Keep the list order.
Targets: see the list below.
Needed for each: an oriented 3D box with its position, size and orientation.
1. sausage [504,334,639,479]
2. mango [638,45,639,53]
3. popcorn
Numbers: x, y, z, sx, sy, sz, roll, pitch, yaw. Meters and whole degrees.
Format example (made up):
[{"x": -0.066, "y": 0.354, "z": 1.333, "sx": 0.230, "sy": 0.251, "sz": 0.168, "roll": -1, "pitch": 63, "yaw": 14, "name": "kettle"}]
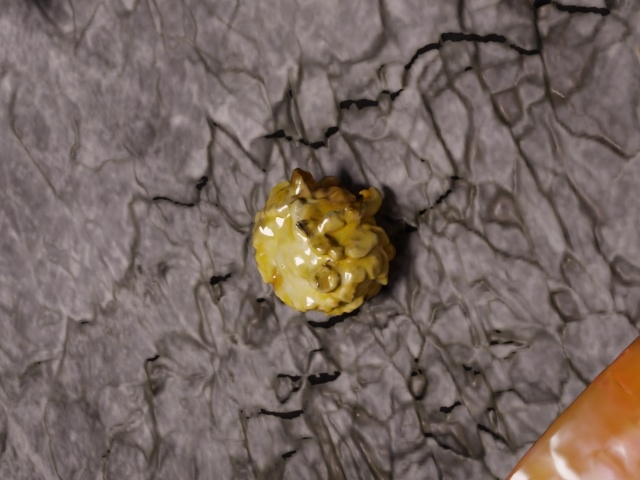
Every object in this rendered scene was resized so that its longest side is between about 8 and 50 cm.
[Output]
[{"x": 0.222, "y": 0.169, "z": 0.730, "sx": 0.287, "sy": 0.233, "sz": 0.233, "roll": 46, "pitch": 130, "yaw": 22, "name": "sausage"}, {"x": 0.257, "y": -0.050, "z": 0.621, "sx": 0.253, "sy": 0.182, "sz": 0.365, "roll": -29, "pitch": 75, "yaw": 17, "name": "mango"}, {"x": 0.000, "y": 0.000, "z": 0.995, "sx": 0.082, "sy": 0.057, "sz": 0.083, "roll": 0, "pitch": 108, "yaw": 49, "name": "popcorn"}]
